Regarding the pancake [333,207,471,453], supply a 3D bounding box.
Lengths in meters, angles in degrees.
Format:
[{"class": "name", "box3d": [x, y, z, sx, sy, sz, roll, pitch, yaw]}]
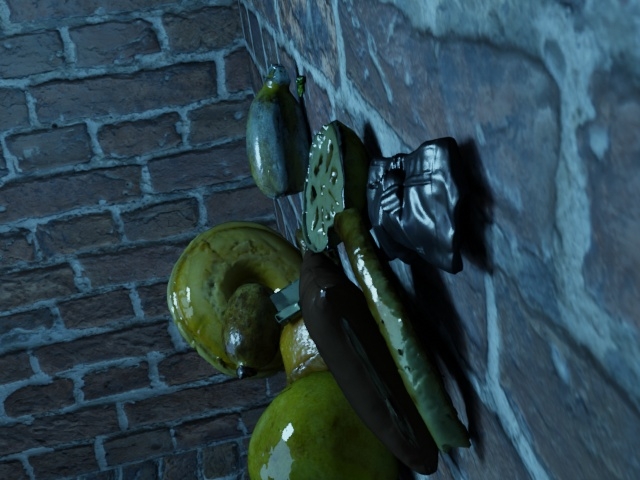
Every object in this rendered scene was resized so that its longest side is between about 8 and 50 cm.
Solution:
[{"class": "pancake", "box3d": [0.097, 0.103, 1.003, 0.197, 0.054, 0.377, 51, -166, -54]}]

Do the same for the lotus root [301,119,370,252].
[{"class": "lotus root", "box3d": [0.034, -0.079, 1.197, 0.183, 0.078, 0.204, 161, 113, -69]}]

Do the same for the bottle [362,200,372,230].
[{"class": "bottle", "box3d": [0.050, -0.080, 1.285, 0.053, 0.053, 0.140, 95, 163, -68]}]

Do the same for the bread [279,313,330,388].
[{"class": "bread", "box3d": [-0.007, 0.277, 1.834, 0.340, 0.179, 0.194, 94, 164, -64]}]

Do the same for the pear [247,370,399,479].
[{"class": "pear", "box3d": [0.012, 0.404, 1.503, 0.304, 0.304, 0.304, 169, 90, -83]}]

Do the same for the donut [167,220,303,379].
[{"class": "donut", "box3d": [-0.193, 0.157, 2.084, 0.198, 0.448, 0.449, 137, 122, -63]}]

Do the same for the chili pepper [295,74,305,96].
[{"class": "chili pepper", "box3d": [-0.045, -0.360, 1.759, 0.083, 0.022, 0.027, 98, -167, -72]}]

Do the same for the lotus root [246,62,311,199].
[{"class": "lotus root", "box3d": [-0.108, -0.261, 1.860, 0.140, 0.158, 0.322, -2, 95, 58]}]

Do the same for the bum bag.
[{"class": "bum bag", "box3d": [0.102, -0.036, 0.858, 0.310, 0.074, 0.137, -169, 69, -80]}]

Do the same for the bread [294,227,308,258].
[{"class": "bread", "box3d": [-0.033, 0.004, 2.096, 0.113, 0.060, 0.082, -114, 13, -53]}]

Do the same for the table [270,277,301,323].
[{"class": "table", "box3d": [-0.043, 0.122, 1.831, 0.062, 0.146, 0.175, 58, -173, -1]}]

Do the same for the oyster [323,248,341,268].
[{"class": "oyster", "box3d": [0.014, 0.035, 1.782, 0.103, 0.051, 0.148, 43, -160, -54]}]

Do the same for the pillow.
[{"class": "pillow", "box3d": [0.060, 0.166, 1.155, 0.308, 0.108, 0.305, 60, 179, -13]}]

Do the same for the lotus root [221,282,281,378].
[{"class": "lotus root", "box3d": [-0.170, 0.223, 1.879, 0.128, 0.145, 0.260, 93, -179, -53]}]
